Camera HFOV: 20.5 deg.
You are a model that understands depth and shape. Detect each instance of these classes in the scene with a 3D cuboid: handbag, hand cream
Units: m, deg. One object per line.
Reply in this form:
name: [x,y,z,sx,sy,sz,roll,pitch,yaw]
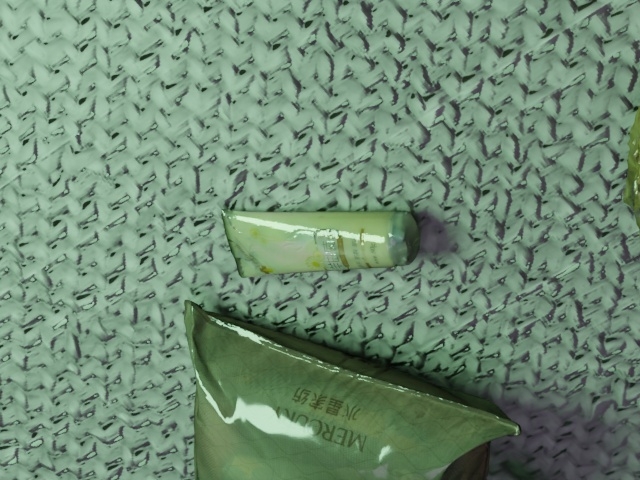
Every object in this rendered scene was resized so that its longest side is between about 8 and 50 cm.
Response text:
handbag: [0.011,0.160,1.317,0.270,0.117,0.182,18,126,18]
hand cream: [0.000,0.000,1.261,0.143,0.039,0.061,-4,127,20]

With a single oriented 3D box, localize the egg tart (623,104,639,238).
egg tart: [0.340,-0.026,1.069,0.352,0.150,0.352,11,117,22]
